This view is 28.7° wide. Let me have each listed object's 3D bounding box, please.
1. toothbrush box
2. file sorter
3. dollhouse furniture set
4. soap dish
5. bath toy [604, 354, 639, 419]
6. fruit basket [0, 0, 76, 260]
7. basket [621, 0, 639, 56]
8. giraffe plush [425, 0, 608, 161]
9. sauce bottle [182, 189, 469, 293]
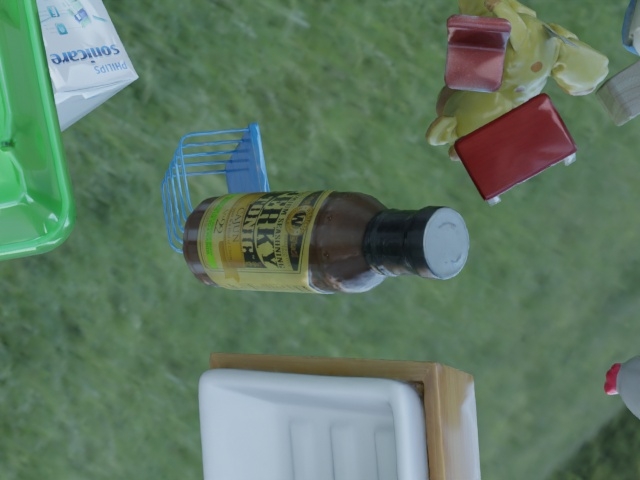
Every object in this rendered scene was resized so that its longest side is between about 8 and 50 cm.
[{"bbox_3d":[-0.357,-0.247,1.318,0.216,0.295,0.126,-28,176,37],"label":"toothbrush box"},{"bbox_3d":[-0.136,-0.061,1.585,0.170,0.104,0.118,132,-50,-68],"label":"file sorter"},{"bbox_3d":[0.270,-0.209,1.159,0.374,0.201,0.152,-29,177,6],"label":"dollhouse furniture set"},{"bbox_3d":[0.020,0.215,1.137,0.118,0.291,0.229,-6,92,-45],"label":"soap dish"},{"bbox_3d":[0.403,0.102,1.317,0.348,0.129,0.151,-36,114,-51],"label":"bath toy"},{"bbox_3d":[-0.374,-0.099,0.870,0.392,0.392,0.283,-23,104,-72],"label":"fruit basket"},{"bbox_3d":[0.271,-0.117,0.526,0.201,0.289,0.254,2,-107,54],"label":"basket"},{"bbox_3d":[0.193,-0.160,1.335,0.170,0.181,0.210,-60,-172,17],"label":"giraffe plush"},{"bbox_3d":[0.000,0.000,1.299,0.111,0.344,0.111,2,87,-46],"label":"sauce bottle"}]
